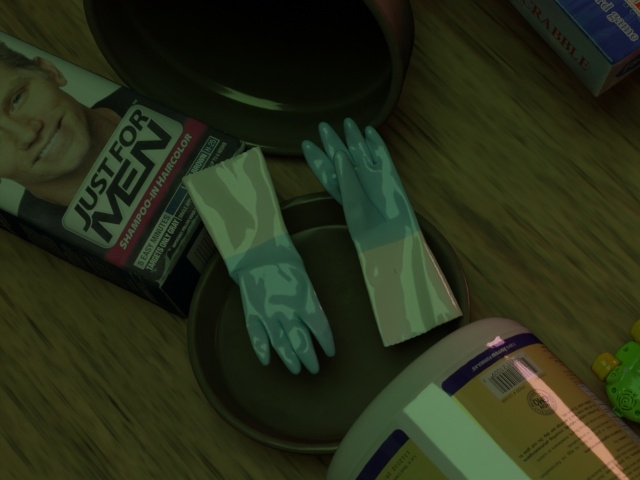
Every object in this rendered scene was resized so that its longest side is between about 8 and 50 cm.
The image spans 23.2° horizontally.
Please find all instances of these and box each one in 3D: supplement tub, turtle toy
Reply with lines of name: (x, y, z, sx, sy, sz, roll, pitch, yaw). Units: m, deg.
supplement tub: (0.189, 0.253, 1.317, 0.241, 0.241, 0.331, -42, 68, -7)
turtle toy: (0.316, 0.120, 1.438, 0.130, 0.066, 0.095, -41, 68, -7)

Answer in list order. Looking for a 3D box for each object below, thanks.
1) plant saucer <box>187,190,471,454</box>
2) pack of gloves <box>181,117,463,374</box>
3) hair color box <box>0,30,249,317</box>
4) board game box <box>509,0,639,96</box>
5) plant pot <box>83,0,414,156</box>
plant saucer: (0.009, 0.080, 1.511, 0.278, 0.041, 0.278, -5, 63, 9)
pack of gloves: (0.000, 0.000, 1.466, 0.195, 0.046, 0.232, -22, 75, -7)
hair color box: (-0.252, -0.077, 1.598, 0.347, 0.105, 0.174, 24, 76, 19)
board game box: (0.282, -0.343, 1.493, 0.318, 0.066, 0.319, -35, 75, -19)
plant pot: (-0.037, -0.290, 1.557, 0.323, 0.323, 0.280, 11, 54, 14)
